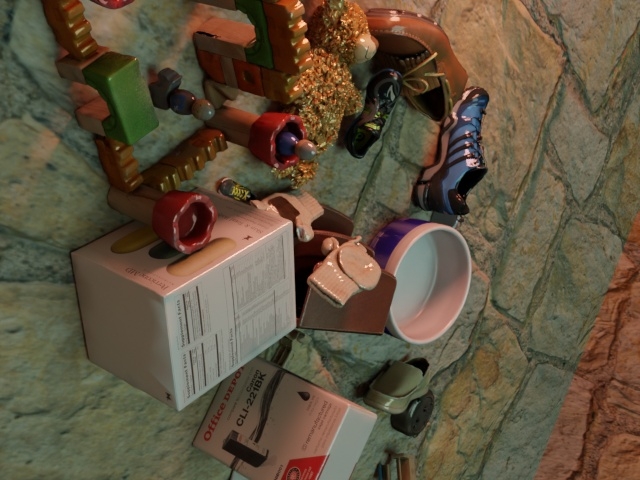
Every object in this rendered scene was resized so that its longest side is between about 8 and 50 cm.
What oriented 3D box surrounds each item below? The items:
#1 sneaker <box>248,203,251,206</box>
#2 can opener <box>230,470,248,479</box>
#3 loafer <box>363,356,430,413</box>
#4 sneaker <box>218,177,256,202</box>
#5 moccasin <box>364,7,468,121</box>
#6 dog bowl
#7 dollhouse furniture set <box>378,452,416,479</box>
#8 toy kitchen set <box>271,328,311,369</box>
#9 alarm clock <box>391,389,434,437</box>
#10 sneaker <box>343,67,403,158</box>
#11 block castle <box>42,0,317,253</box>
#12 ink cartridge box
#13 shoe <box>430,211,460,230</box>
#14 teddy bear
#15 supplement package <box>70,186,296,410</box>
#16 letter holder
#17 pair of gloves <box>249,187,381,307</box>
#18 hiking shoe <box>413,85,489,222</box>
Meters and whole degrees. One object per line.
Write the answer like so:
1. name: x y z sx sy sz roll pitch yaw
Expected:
1. sneaker: -0.094 -0.024 1.608 0.098 0.038 0.069 47 54 -16
2. can opener: -0.127 0.427 1.828 0.093 0.074 0.280 -81 -173 -80
3. loafer: 0.183 0.332 2.190 0.268 0.102 0.092 -15 118 -62
4. sneaker: -0.135 -0.082 1.548 0.083 0.035 0.031 15 95 -57
5. moccasin: 0.173 -0.328 1.783 0.380 0.139 0.147 32 73 -67
6. dog bowl: 0.205 0.086 2.023 0.265 0.104 0.265 -14 111 -40
7. dollhouse furniture set: 0.184 0.644 2.369 0.129 0.129 0.184 33 50 -57
8. toy kitchen set: -0.063 0.204 1.781 0.075 0.068 0.083 -62 146 -11
9. alarm clock: 0.240 0.441 2.364 0.129 0.064 0.192 -48 145 -29
10. sneaker: 0.103 -0.230 1.723 0.067 0.078 0.188 16 122 -21
11. block castle: -0.170 -0.238 1.249 0.303 0.212 0.453 -44 139 -34
12. ink cartridge box: -0.067 0.339 1.666 0.114 0.272 0.197 34 79 -53
13. shoe: 0.293 -0.015 2.187 0.081 0.063 0.178 4 110 -57
14. teddy bear: 0.005 -0.246 1.594 0.338 0.113 0.245 -59 148 -15
15. supplement package: -0.195 0.077 1.397 0.262 0.199 0.198 -33 132 -42
16. letter holder: 0.015 0.048 1.735 0.302 0.152 0.214 14 94 -57
17. pair of gloves: 0.000 0.000 1.587 0.042 0.240 0.204 -50 168 28
18. hiking shoe: 0.325 -0.191 2.066 0.113 0.132 0.304 25 86 -57
